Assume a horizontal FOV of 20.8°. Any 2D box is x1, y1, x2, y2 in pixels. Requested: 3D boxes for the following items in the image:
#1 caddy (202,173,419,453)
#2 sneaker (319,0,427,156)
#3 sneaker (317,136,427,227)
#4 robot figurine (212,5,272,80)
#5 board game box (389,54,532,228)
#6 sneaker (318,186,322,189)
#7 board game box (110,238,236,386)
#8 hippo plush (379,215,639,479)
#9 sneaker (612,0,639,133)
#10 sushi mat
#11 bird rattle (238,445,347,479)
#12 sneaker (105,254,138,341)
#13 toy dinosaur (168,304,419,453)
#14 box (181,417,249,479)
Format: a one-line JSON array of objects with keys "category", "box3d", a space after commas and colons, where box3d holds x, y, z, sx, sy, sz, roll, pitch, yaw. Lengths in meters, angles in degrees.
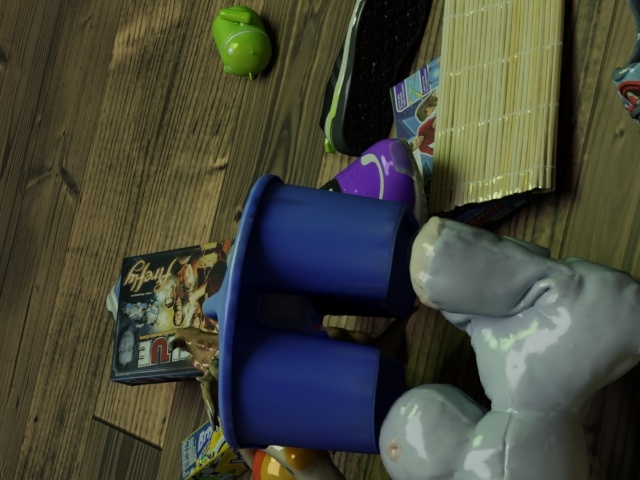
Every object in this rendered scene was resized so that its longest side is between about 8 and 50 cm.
[{"category": "caddy", "box3d": [-0.016, 0.072, 1.565, 0.341, 0.179, 0.241, 46, -129, -79]}, {"category": "sneaker", "box3d": [0.044, -0.208, 1.956, 0.097, 0.084, 0.234, 36, 109, 60]}, {"category": "sneaker", "box3d": [0.000, 0.001, 1.760, 0.293, 0.146, 0.102, 123, 137, -52]}, {"category": "robot figurine", "box3d": [-0.101, -0.257, 2.246, 0.115, 0.067, 0.101, -112, 17, -46]}, {"category": "board game box", "box3d": [0.139, -0.100, 1.767, 0.136, 0.035, 0.201, -31, 51, 36]}, {"category": "sneaker", "box3d": [0.045, -0.022, 1.885, 0.192, 0.064, 0.086, -26, 54, 45]}, {"category": "board game box", "box3d": [-0.159, 0.090, 2.162, 0.243, 0.042, 0.165, -10, 69, 41]}, {"category": "hippo plush", "box3d": [0.179, 0.127, 1.447, 0.294, 0.234, 0.236, 18, 92, 21]}, {"category": "sneaker", "box3d": [0.286, -0.104, 1.444, 0.104, 0.125, 0.262, -23, 58, 56]}, {"category": "sushi mat", "box3d": [0.176, -0.180, 1.722, 0.151, 0.019, 0.316, -15, 60, 42]}, {"category": "bird rattle", "box3d": [-0.011, 0.246, 1.762, 0.143, 0.207, 0.253, -37, 28, -12]}, {"category": "sneaker", "box3d": [-0.235, 0.094, 2.320, 0.211, 0.080, 0.081, 51, 126, 53]}, {"category": "toy dinosaur", "box3d": [-0.024, 0.134, 1.810, 0.296, 0.200, 0.127, -24, 57, 54]}, {"category": "box", "box3d": [-0.100, 0.233, 2.045, 0.169, 0.059, 0.054, -41, 46, 46]}]
